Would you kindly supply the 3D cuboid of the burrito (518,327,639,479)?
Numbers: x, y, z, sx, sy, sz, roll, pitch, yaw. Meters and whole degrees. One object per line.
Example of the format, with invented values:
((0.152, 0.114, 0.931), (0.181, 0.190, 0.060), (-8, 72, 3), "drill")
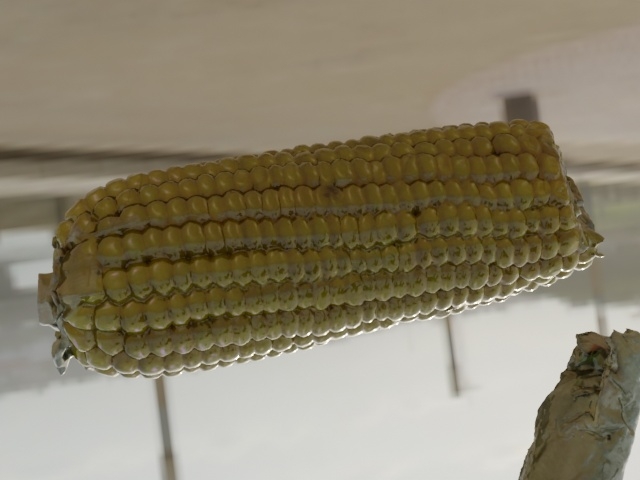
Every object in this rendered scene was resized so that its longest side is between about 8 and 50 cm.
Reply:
((0.135, 0.136, 1.025), (0.058, 0.188, 0.045), (11, 169, 45), "burrito")

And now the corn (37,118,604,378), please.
((0.000, 0.000, 1.242), (0.387, 0.144, 0.144), (-14, 180, -8), "corn")
